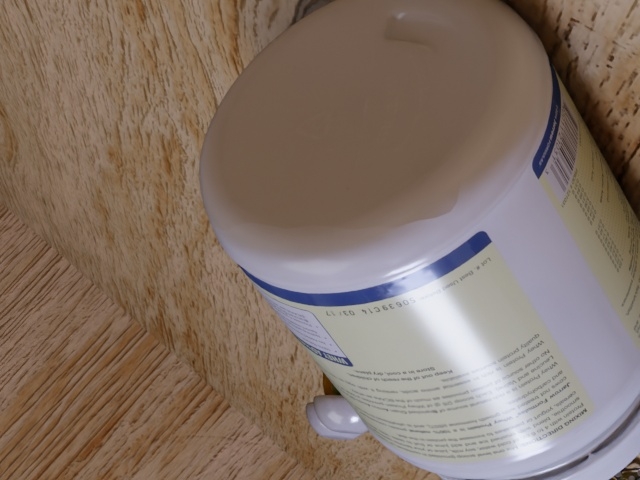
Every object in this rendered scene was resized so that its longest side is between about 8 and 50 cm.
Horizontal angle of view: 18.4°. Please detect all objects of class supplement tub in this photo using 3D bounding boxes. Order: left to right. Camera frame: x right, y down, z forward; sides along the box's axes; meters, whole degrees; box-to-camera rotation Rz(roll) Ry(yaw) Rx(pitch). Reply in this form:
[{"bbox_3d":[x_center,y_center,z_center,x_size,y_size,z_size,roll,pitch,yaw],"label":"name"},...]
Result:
[{"bbox_3d":[0.091,0.012,1.313,0.235,0.235,0.325,30,163,45],"label":"supplement tub"}]

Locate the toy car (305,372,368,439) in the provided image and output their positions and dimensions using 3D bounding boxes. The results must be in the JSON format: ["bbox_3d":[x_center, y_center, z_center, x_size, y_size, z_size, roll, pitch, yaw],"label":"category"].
[{"bbox_3d":[0.061,0.133,2.117,0.136,0.159,0.182,8,168,-5],"label":"toy car"}]

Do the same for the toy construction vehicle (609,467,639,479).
[{"bbox_3d":[0.281,0.250,1.932,0.098,0.035,0.086,-6,159,23],"label":"toy construction vehicle"}]

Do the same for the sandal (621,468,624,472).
[{"bbox_3d":[0.249,0.215,1.985,0.067,0.040,0.179,45,168,-14],"label":"sandal"}]
